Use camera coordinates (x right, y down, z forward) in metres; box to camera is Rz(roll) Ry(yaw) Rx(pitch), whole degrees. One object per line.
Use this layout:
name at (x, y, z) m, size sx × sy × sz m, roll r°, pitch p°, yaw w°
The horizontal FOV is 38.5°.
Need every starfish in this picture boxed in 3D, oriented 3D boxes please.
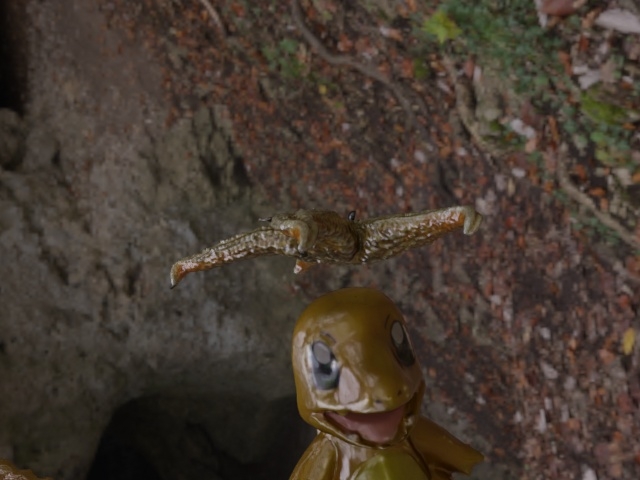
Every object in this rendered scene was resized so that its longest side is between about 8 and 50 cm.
starfish at (-0.002, -0.002, 0.667) m, size 0.247 × 0.138 × 0.050 m, roll -20°, pitch 76°, yaw 56°

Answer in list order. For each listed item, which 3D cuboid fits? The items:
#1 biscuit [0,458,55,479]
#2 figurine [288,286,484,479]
biscuit at (-0.179, 0.233, 0.465) m, size 0.013 × 0.237 × 0.232 m, roll 64°, pitch -135°, yaw -73°
figurine at (0.018, 0.093, 0.490) m, size 0.122 × 0.121 × 0.176 m, roll -123°, pitch 22°, yaw -52°
